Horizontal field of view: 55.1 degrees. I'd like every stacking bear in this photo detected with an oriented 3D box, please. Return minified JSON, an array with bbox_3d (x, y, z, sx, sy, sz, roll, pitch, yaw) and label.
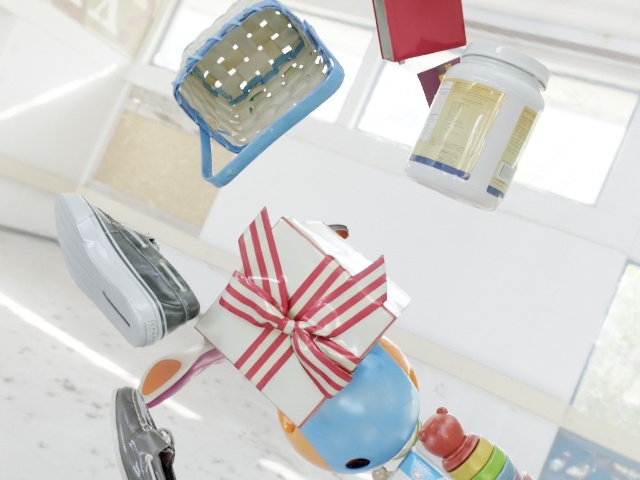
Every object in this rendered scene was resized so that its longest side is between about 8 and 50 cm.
[{"bbox_3d":[0.366,0.541,1.498,0.289,0.175,0.164,43,-17,5],"label":"stacking bear"}]

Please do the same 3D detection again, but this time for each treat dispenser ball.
[{"bbox_3d":[0.053,0.313,1.223,0.288,0.288,0.288,23,-1,0],"label":"treat dispenser ball"}]

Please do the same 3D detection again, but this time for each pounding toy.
[{"bbox_3d":[0.235,0.588,1.803,0.183,0.237,0.110,-22,-38,31],"label":"pounding toy"}]

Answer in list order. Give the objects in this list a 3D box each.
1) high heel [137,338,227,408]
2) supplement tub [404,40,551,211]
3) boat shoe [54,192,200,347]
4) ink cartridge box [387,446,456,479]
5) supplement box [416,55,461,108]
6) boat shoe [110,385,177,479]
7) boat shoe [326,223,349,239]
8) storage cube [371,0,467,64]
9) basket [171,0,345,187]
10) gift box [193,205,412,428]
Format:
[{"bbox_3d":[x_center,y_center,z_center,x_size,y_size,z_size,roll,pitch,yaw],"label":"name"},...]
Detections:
[{"bbox_3d":[-0.351,0.369,1.702,0.127,0.377,0.181,11,-52,32],"label":"high heel"},{"bbox_3d":[0.343,-0.244,1.335,0.228,0.316,0.228,24,5,-2],"label":"supplement tub"},{"bbox_3d":[-0.306,0.037,0.956,0.119,0.121,0.335,-16,49,-40],"label":"boat shoe"},{"bbox_3d":[0.171,0.510,1.152,0.140,0.190,0.082,38,-2,15],"label":"ink cartridge box"},{"bbox_3d":[0.368,-0.443,1.676,0.081,0.188,0.104,-2,-67,60],"label":"supplement box"},{"bbox_3d":[-0.226,0.361,0.884,0.112,0.095,0.335,82,-11,-60],"label":"boat shoe"},{"bbox_3d":[0.000,0.000,1.306,0.137,0.049,0.043,-13,30,-11],"label":"boat shoe"},{"bbox_3d":[0.248,-0.573,1.576,0.193,0.215,0.183,-13,19,0],"label":"storage cube"},{"bbox_3d":[-0.094,-0.241,0.939,0.201,0.255,0.289,41,23,-37],"label":"basket"},{"bbox_3d":[-0.015,0.095,0.968,0.255,0.276,0.258,36,11,11],"label":"gift box"}]
